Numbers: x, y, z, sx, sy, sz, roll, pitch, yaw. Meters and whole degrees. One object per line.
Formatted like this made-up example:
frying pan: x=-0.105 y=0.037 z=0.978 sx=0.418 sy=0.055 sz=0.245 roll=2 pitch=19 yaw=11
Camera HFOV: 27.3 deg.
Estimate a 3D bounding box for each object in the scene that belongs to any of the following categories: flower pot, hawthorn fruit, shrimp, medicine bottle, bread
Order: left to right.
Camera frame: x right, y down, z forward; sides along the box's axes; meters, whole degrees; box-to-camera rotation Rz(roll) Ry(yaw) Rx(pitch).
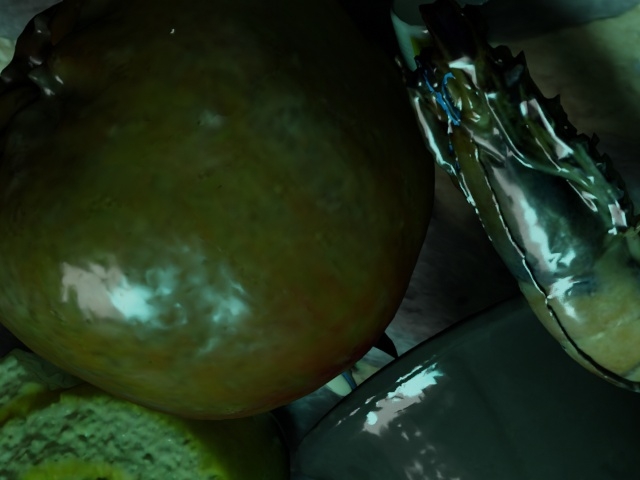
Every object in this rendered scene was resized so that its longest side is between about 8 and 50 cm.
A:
bread: x=-0.205 y=0.235 z=1.225 sx=0.395 sy=0.264 sz=0.239 roll=21 pitch=160 yaw=20
hawthorn fruit: x=-0.059 y=-0.020 z=0.775 sx=0.268 sy=0.267 sz=0.301 roll=-16 pitch=131 yaw=43
medicine bottle: x=0.070 y=-0.108 z=0.756 sx=0.047 sy=0.047 sz=0.083 roll=6 pitch=143 yaw=23
flower pot: x=0.132 y=0.150 z=0.864 sx=0.269 sy=0.166 sz=0.269 roll=-23 pitch=160 yaw=-9
shrimp: x=0.182 y=-0.047 z=0.708 sx=0.222 sy=0.054 sz=0.290 roll=-38 pitch=107 yaw=18

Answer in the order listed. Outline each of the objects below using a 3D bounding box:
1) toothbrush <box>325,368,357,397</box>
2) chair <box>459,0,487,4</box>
toothbrush: x=-0.056 y=0.036 z=1.053 sx=0.026 sy=0.028 sz=0.294 roll=-26 pitch=127 yaw=23
chair: x=0.042 y=-0.171 z=0.594 sx=0.140 sy=0.145 sz=0.221 roll=23 pitch=148 yaw=-1
